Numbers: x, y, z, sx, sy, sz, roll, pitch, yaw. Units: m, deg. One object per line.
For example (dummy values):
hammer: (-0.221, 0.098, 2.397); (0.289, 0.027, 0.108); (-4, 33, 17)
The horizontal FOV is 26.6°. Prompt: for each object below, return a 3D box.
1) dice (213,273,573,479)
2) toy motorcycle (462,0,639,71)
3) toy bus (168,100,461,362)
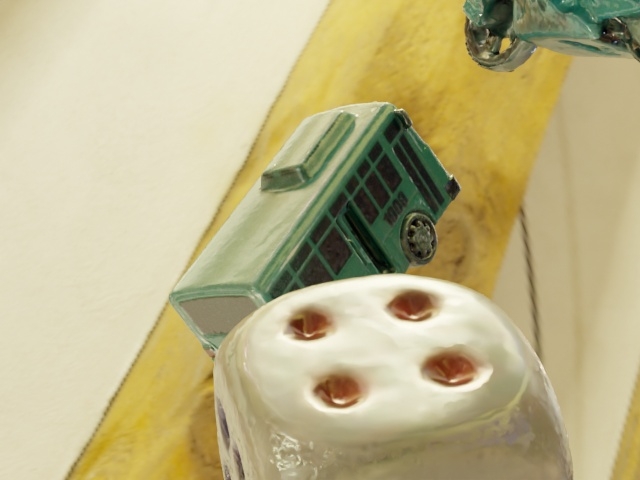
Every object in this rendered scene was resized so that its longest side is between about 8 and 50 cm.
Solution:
dice: (0.041, 0.145, 0.858); (0.192, 0.193, 0.194); (-10, -57, -14)
toy motorcycle: (0.180, -0.199, 0.827); (0.154, 0.260, 0.206); (8, -85, -29)
toy bus: (0.000, 0.000, 1.142); (0.147, 0.128, 0.256); (55, -130, -27)
